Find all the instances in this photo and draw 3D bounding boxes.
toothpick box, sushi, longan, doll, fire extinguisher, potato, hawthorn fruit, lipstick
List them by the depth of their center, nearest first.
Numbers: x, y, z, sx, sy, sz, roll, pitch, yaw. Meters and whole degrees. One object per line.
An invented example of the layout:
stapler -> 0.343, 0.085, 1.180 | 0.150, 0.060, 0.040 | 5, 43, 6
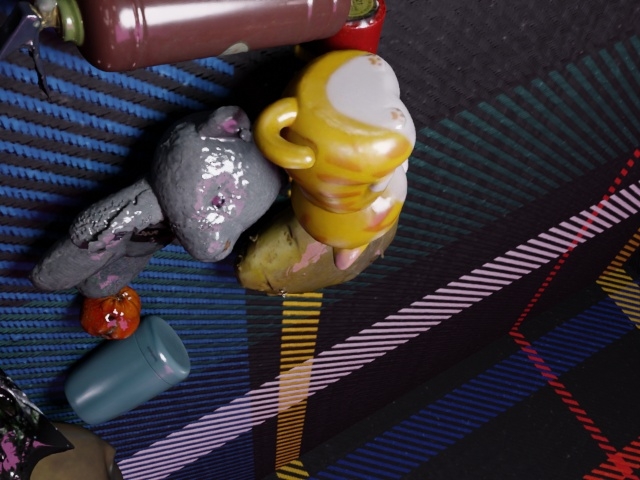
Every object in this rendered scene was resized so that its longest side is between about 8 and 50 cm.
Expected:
fire extinguisher -> -0.140, -0.201, 0.637 | 0.344, 0.102, 0.138 | -20, 152, -29
doll -> 0.030, -0.093, 0.811 | 0.162, 0.166, 0.269 | -13, 149, 6
doll -> -0.183, -0.013, 0.842 | 0.340, 0.158, 0.246 | -40, 162, 8
lipstick -> 0.028, -0.202, 0.865 | 0.080, 0.080, 0.241 | -26, 153, -19
sushi -> -0.497, 0.288, 0.872 | 0.227, 0.215, 0.212 | -27, -162, 22
hawthorn fruit -> -0.302, 0.106, 0.992 | 0.093, 0.093, 0.093 | -28, 153, -15
potato -> 0.000, 0.000, 1.111 | 0.296, 0.141, 0.191 | -26, 151, -13
toothpick box -> -0.315, 0.215, 1.119 | 0.184, 0.120, 0.120 | -33, 155, 2
longan -> -0.472, 0.458, 1.174 | 0.288, 0.288, 0.350 | -20, 142, -29
